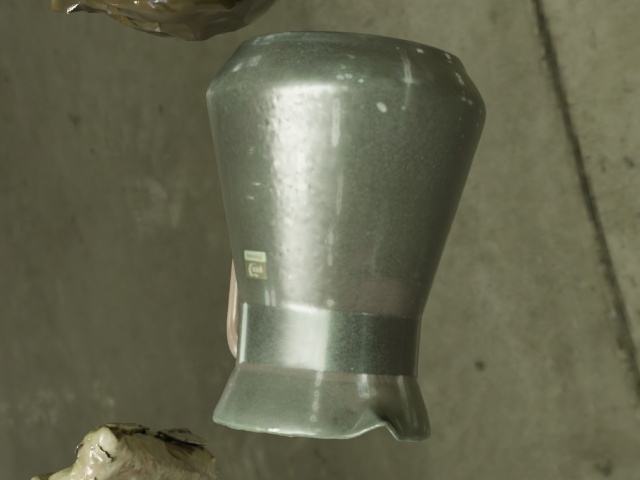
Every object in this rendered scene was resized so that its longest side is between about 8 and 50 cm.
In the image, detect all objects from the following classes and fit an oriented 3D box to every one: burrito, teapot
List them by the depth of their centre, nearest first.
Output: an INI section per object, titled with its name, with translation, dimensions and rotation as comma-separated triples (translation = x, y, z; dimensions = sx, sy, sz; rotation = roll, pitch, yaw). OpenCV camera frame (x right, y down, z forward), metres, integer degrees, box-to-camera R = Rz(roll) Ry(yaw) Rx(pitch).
[teapot]
translation = 0.000, 0.000, 1.146
dimensions = 0.300, 0.253, 0.343
rotation = -2, 82, 60
[burrito]
translation = -0.225, 0.300, 1.581
dimensions = 0.107, 0.175, 0.348
rotation = 68, -166, 21

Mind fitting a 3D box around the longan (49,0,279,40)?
[longan]
translation = -0.160, -0.383, 1.178
dimensions = 0.391, 0.391, 0.391
rotation = 30, 126, 52
